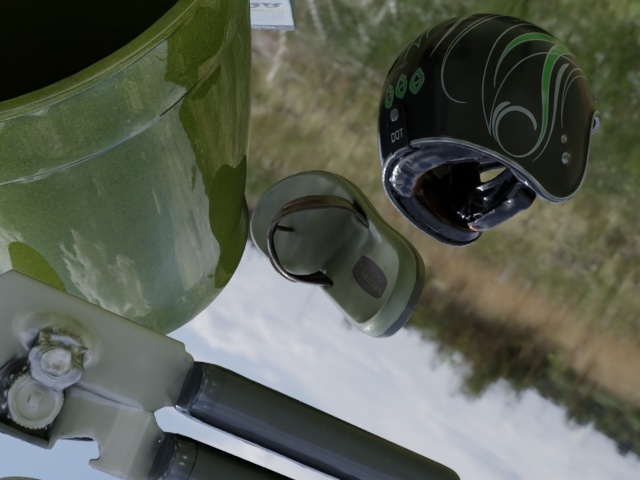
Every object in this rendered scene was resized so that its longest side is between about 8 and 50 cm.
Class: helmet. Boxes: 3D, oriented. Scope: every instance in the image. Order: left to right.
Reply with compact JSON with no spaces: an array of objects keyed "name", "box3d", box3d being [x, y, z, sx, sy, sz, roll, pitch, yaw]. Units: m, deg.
[{"name":"helmet","box3d":[0.127,-0.093,1.038,0.169,0.161,0.169,14,146,9]}]

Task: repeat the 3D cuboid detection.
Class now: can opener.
[{"name":"can opener","box3d":[-0.060,0.096,0.692,0.280,0.074,0.093,24,169,-15]}]

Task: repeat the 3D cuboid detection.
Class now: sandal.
[{"name":"sandal","box3d":[0.001,-0.001,1.341,0.086,0.120,0.303,17,-172,-29]}]

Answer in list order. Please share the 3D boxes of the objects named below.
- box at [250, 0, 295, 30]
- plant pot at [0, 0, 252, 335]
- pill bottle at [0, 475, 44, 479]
[{"name":"box","box3d":[-0.084,-0.317,1.680,0.101,0.060,0.244,2,176,1]},{"name":"plant pot","box3d":[-0.200,-0.103,1.042,0.366,0.366,0.353,32,154,30]},{"name":"pill bottle","box3d":[-0.258,0.283,1.145,0.086,0.152,0.086,10,-163,-3]}]
